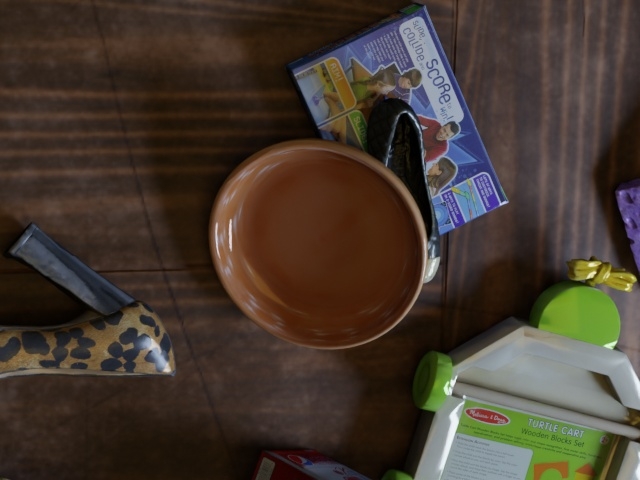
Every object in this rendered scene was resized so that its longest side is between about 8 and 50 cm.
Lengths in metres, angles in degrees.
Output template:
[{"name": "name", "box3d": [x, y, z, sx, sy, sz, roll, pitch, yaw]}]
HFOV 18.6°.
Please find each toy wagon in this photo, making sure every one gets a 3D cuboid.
[{"name": "toy wagon", "box3d": [0.209, 0.178, 1.844, 0.267, 0.068, 0.344, 15, 97, -16]}]

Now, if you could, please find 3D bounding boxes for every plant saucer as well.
[{"name": "plant saucer", "box3d": [0.000, 0.000, 1.738, 0.200, 0.037, 0.200, 5, 113, 13]}]

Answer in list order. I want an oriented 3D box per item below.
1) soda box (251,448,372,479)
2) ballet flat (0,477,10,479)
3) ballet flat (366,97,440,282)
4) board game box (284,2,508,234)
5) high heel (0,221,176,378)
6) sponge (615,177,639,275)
[{"name": "soda box", "box3d": [-0.042, 0.326, 1.792, 0.092, 0.083, 0.263, 10, 103, -58]}, {"name": "ballet flat", "box3d": [-0.213, 0.304, 1.729, 0.123, 0.123, 0.348, -40, 92, -2]}, {"name": "ballet flat", "box3d": [0.073, -0.041, 1.737, 0.057, 0.049, 0.173, -14, 105, -8]}, {"name": "board game box", "box3d": [0.070, -0.096, 1.771, 0.136, 0.035, 0.201, -26, 106, -6]}, {"name": "high heel", "box3d": [-0.258, 0.138, 1.712, 0.186, 0.093, 0.261, 39, 82, -11]}, {"name": "sponge", "box3d": [0.388, -0.021, 1.810, 0.210, 0.031, 0.117, -15, 105, 23]}]
